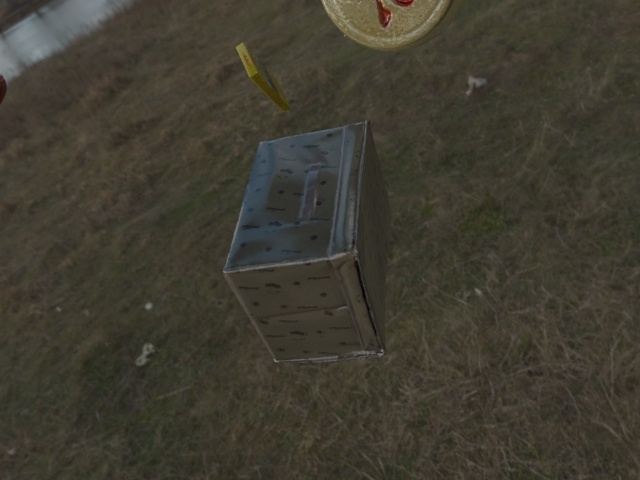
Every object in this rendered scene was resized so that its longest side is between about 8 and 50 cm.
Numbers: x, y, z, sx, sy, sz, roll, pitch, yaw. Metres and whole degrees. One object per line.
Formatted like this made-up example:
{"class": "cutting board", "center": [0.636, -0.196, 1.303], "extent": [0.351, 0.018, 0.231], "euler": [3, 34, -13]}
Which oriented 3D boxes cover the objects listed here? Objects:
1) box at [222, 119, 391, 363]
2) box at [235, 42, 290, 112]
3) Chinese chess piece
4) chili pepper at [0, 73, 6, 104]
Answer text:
{"class": "box", "center": [0.000, 0.000, 0.896], "extent": [0.191, 0.225, 0.297], "euler": [-6, 43, 16]}
{"class": "box", "center": [-0.116, -0.335, 1.209], "extent": [0.023, 0.155, 0.086], "euler": [-27, 67, 14]}
{"class": "Chinese chess piece", "center": [0.112, -0.424, 0.910], "extent": [0.251, 0.250, 0.097], "euler": [-11, 26, 30]}
{"class": "chili pepper", "center": [-0.313, -0.099, 0.487], "extent": [0.065, 0.088, 0.168], "euler": [-14, 38, 21]}
